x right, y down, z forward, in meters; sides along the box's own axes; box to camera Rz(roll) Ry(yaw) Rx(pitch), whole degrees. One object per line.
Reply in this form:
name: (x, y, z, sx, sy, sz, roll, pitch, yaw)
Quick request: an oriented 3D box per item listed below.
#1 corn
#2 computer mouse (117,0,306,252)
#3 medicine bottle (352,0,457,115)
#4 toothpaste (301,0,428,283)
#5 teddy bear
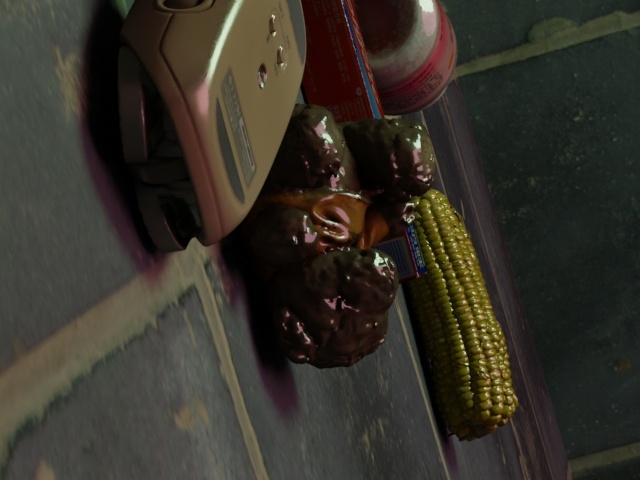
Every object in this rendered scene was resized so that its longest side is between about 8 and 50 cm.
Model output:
corn: (0.152, 0.081, 2.117, 0.101, 0.101, 0.291, 37, 38, -74)
computer mouse: (-0.072, -0.101, 1.169, 0.236, 0.082, 0.145, -70, 155, -46)
medicine bottle: (0.073, -0.208, 1.992, 0.247, 0.147, 0.147, 28, 47, -76)
toothpaste: (0.030, -0.110, 1.832, 0.076, 0.066, 0.320, -19, 94, -80)
teddy bear: (0.000, 0.000, 1.368, 0.177, 0.140, 0.190, -4, 85, -54)
